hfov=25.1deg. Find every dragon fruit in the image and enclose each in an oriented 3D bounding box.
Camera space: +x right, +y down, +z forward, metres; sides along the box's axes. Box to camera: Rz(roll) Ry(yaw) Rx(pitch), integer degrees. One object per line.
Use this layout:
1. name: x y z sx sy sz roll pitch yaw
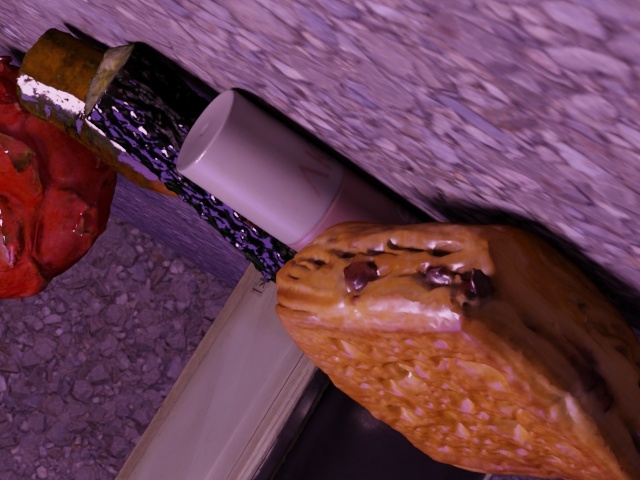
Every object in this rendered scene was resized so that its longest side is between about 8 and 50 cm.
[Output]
1. dragon fruit: -0.325 -0.060 1.452 0.240 0.252 0.241 8 147 5

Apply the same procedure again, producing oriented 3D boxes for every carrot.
1. carrot: -0.154 -0.096 1.130 0.173 0.082 0.082 30 173 9

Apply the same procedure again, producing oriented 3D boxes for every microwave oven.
1. microwave oven: -0.002 0.217 1.386 0.247 0.394 0.333 34 173 -19

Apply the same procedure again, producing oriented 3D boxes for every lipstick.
1. lipstick: 0.020 -0.009 1.021 0.254 0.070 0.070 34 173 -20

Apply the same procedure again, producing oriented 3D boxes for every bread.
1. bread: 0.104 0.070 0.934 0.210 0.099 0.235 -2 143 49

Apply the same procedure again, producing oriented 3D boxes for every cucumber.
1. cucumber: -0.053 -0.027 1.066 0.300 0.072 0.072 43 171 -16
